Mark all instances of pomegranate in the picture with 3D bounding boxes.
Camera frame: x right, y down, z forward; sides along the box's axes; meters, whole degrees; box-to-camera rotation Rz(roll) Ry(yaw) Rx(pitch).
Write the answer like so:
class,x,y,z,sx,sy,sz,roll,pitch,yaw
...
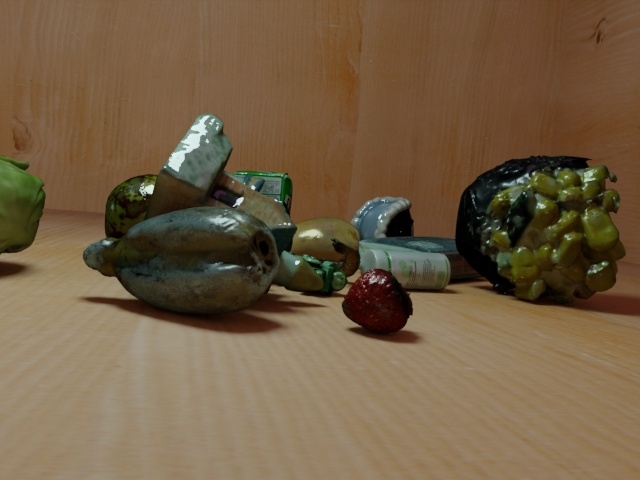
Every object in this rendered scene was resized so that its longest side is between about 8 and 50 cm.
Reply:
class,x,y,z,sx,sy,sz,roll,pitch,yaw
pomegranate,-0.326,-0.031,1.320,0.222,0.203,0.276,5,5,-16

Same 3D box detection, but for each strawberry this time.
class,x,y,z,sx,sy,sz,roll,pitch,yaw
strawberry,0.081,0.092,0.937,0.106,0.106,0.106,5,4,0

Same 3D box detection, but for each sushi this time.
class,x,y,z,sx,sy,sz,roll,pitch,yaw
sushi,0.483,-0.021,1.435,0.329,0.327,0.285,7,15,3

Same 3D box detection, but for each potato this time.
class,x,y,z,sx,sy,sz,roll,pitch,yaw
potato,0.000,0.000,1.856,0.234,0.146,0.150,5,-28,-4

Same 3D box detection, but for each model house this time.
class,x,y,z,sx,sy,sz,roll,pitch,yaw
model house,-0.128,-0.019,1.135,0.325,0.267,0.194,28,46,-6

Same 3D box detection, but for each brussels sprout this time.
class,x,y,z,sx,sy,sz,roll,pitch,yaw
brussels sprout,-0.670,-0.061,1.150,0.328,0.247,0.328,20,0,0

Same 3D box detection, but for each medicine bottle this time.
class,x,y,z,sx,sy,sz,roll,pitch,yaw
medicine bottle,0.188,0.066,1.424,0.184,0.086,0.086,3,4,-20

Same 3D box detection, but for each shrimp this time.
class,x,y,z,sx,sy,sz,roll,pitch,yaw
shrimp,-0.006,0.042,1.407,0.195,0.035,0.148,2,-31,-10

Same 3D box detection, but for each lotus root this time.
class,x,y,z,sx,sy,sz,roll,pitch,yaw
lotus root,-0.210,0.031,0.975,0.322,0.158,0.140,-1,-9,28

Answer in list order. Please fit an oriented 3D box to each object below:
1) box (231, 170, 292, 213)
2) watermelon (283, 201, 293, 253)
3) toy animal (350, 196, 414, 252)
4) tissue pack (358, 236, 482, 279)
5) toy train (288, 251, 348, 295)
class,x,y,z,sx,sy,sz,roll,pitch,yaw
box,-0.181,-0.085,1.928,0.180,0.250,0.103,5,-2,4
watermelon,-0.152,0.009,1.324,0.137,0.193,0.145,29,35,19
toy animal,0.181,-0.024,1.914,0.156,0.208,0.204,-7,12,-34
tissue pack,0.280,0.046,1.707,0.228,0.103,0.316,11,8,41
toy train,-0.019,0.068,1.295,0.105,0.071,0.178,15,-2,-27
